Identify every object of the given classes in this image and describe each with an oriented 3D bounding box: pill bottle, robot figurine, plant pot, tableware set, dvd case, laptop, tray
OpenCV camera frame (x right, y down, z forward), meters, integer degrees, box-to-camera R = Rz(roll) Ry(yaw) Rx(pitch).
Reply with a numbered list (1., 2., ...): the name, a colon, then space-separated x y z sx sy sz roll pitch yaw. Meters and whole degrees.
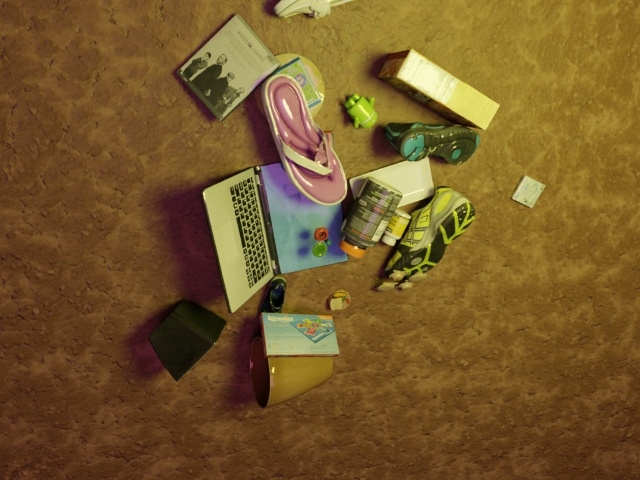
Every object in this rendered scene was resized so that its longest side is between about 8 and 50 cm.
1. pill bottle: 0.253 -0.044 1.492 0.065 0.065 0.116 20 105 -16
2. robot figurine: 0.126 -0.391 1.341 0.115 0.067 0.101 43 68 -20
3. plant pot: -0.445 0.308 1.445 0.167 0.187 0.188 44 98 -8
4. pill bottle: 0.149 -0.068 1.398 0.130 0.130 0.246 23 105 -17
5. tableware set: 0.282 0.143 1.536 0.141 0.020 0.169 5 148 -21
6. dvd case: -0.258 -0.484 1.243 0.238 0.029 0.179 -41 99 6
7. plant pot: -0.094 0.445 1.539 0.254 0.237 0.237 0 110 -24
8. laptop: -0.113 -0.031 1.349 0.236 0.408 0.382 2 113 25
9. tray: 0.237 -0.179 1.459 0.270 0.030 0.145 -18 111 -3

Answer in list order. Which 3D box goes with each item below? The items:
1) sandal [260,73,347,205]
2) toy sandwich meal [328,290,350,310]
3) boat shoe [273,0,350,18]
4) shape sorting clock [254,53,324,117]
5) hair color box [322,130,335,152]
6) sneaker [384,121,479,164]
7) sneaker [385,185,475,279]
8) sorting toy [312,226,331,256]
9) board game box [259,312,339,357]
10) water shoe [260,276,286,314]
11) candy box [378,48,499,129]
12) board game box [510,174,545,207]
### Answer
1. sandal: -0.041 -0.274 1.266 0.169 0.102 0.416 -39 113 -17
2. toy sandwich meal: 0.069 0.217 1.573 0.085 0.029 0.086 -3 110 -9
3. boat shoe: 0.000 -0.657 1.208 0.258 0.095 0.084 -24 108 0
4. shape sorting clock: -0.091 -0.441 1.299 0.206 0.040 0.206 -1 111 -3
5. hair color box: -0.029 -0.295 1.362 0.141 0.043 0.072 -9 112 -6
6. sneaker: 0.357 -0.322 1.376 0.340 0.140 0.125 -2 127 -32
7. sneaker: 0.352 -0.015 1.492 0.145 0.147 0.385 15 127 -39
8. sorting toy: 0.000 0.000 1.415 0.061 0.042 0.102 0 115 -22
9. board game box: -0.069 0.321 1.490 0.281 0.145 0.027 9 146 -32
10. water shoe: -0.164 0.225 1.508 0.072 0.080 0.203 8 108 -12
11. candy box: 0.343 -0.442 1.299 0.316 0.183 0.088 23 103 -17
12. board game box: 0.731 -0.173 1.553 0.090 0.020 0.090 21 105 -17
